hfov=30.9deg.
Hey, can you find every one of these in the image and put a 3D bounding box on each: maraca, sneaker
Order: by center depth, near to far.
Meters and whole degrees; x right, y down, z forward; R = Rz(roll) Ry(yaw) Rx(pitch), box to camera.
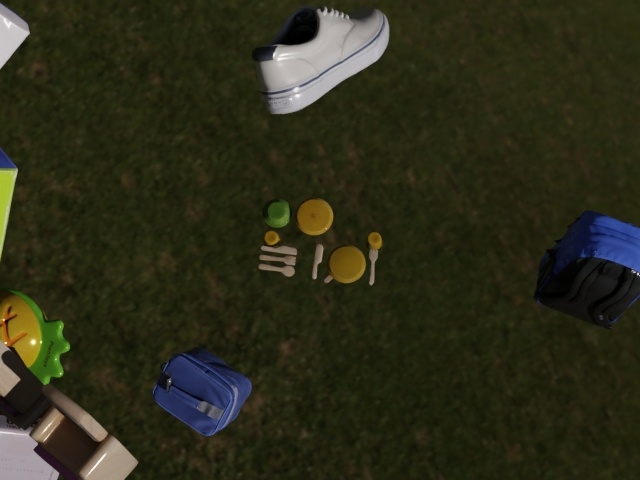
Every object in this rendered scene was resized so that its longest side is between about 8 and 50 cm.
[{"bbox_3d":[0.007,-0.245,1.409,0.258,0.094,0.091,-48,131,-48],"label":"sneaker"},{"bbox_3d":[-0.446,0.142,1.715,0.185,0.127,0.099,24,18,26],"label":"maraca"}]

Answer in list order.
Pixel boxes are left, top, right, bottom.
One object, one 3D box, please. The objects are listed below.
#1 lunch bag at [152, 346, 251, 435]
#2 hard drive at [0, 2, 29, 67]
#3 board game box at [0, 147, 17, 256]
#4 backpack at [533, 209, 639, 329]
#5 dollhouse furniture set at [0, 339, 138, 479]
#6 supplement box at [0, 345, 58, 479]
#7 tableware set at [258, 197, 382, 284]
[{"bbox_3d":[-0.135,0.163,1.273,0.098,0.067,0.065,30,13,13],"label":"lunch bag"},{"bbox_3d":[-0.481,-0.158,1.178,0.210,0.319,0.040,34,17,-35],"label":"hard drive"},{"bbox_3d":[-0.303,0.100,0.574,0.233,0.347,0.078,-2,31,-37],"label":"board game box"},{"bbox_3d":[0.285,0.020,1.201,0.098,0.120,0.101,16,63,-6],"label":"backpack"},{"bbox_3d":[-0.388,0.205,1.032,0.286,0.303,0.198,32,-18,27],"label":"dollhouse furniture set"},{"bbox_3d":[-0.388,0.192,1.327,0.130,0.073,0.239,14,12,-34],"label":"supplement box"},{"bbox_3d":[0.000,0.000,1.441,0.024,0.154,0.104,90,8,-78],"label":"tableware set"}]
